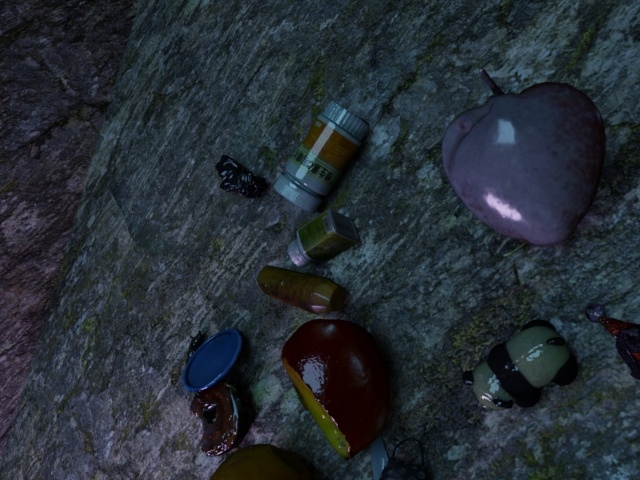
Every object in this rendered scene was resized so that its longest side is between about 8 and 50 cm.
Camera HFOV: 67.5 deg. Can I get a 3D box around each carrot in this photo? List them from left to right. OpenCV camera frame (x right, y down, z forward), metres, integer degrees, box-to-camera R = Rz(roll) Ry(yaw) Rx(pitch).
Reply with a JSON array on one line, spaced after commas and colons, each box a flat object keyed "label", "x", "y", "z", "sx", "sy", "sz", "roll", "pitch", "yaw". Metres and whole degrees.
[{"label": "carrot", "x": -0.062, "y": 0.147, "z": 1.426, "sx": 0.301, "sy": 0.114, "sz": 0.114, "roll": 9, "pitch": 83, "yaw": 41}]

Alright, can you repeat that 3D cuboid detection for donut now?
[{"label": "donut", "x": -0.307, "y": 0.546, "z": 1.509, "sx": 0.216, "sy": 0.096, "sz": 0.230, "roll": -51, "pitch": 52, "yaw": 11}]

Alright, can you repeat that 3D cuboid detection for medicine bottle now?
[{"label": "medicine bottle", "x": 0.000, "y": 0.000, "z": 1.407, "sx": 0.188, "sy": 0.132, "sz": 0.088, "roll": -33, "pitch": 60, "yaw": 27}, {"label": "medicine bottle", "x": 0.004, "y": -0.255, "z": 1.460, "sx": 0.158, "sy": 0.158, "sz": 0.318, "roll": 43, "pitch": 103, "yaw": 37}]

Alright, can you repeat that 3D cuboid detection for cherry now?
[{"label": "cherry", "x": 0.425, "y": -0.169, "z": 1.034, "sx": 0.325, "sy": 0.291, "sz": 0.336, "roll": 9, "pitch": 97, "yaw": 21}]

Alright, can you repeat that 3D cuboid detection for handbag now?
[{"label": "handbag", "x": 0.206, "y": 0.543, "z": 1.137, "sx": 0.115, "sy": 0.072, "sz": 0.139, "roll": 11, "pitch": 59, "yaw": 19}]

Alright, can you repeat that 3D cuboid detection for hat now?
[{"label": "hat", "x": 0.608, "y": 0.184, "z": 0.908, "sx": 0.129, "sy": 0.140, "sz": 0.227, "roll": -53, "pitch": 39, "yaw": 0}]

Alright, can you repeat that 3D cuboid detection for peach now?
[{"label": "peach", "x": -0.162, "y": 0.725, "z": 1.218, "sx": 0.371, "sy": 0.290, "sz": 0.374, "roll": -1, "pitch": 82, "yaw": 4}, {"label": "peach", "x": 0.033, "y": 0.371, "z": 1.199, "sx": 0.280, "sy": 0.281, "sz": 0.339, "roll": -10, "pitch": 71, "yaw": 35}]

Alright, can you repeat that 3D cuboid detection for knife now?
[{"label": "knife", "x": 0.166, "y": 0.599, "z": 1.180, "sx": 0.063, "sy": 0.034, "sz": 0.261, "roll": -36, "pitch": 53, "yaw": 24}]

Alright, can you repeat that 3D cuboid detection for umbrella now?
[{"label": "umbrella", "x": -0.303, "y": -0.225, "z": 1.724, "sx": 0.110, "sy": 0.122, "sz": 0.272, "roll": -32, "pitch": 41, "yaw": -27}]

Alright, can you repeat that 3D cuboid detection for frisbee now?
[{"label": "frisbee", "x": -0.345, "y": 0.394, "z": 1.563, "sx": 0.242, "sy": 0.045, "sz": 0.242, "roll": -30, "pitch": 28, "yaw": 18}]

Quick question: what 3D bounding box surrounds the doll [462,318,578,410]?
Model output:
[{"label": "doll", "x": 0.421, "y": 0.268, "z": 1.013, "sx": 0.234, "sy": 0.135, "sz": 0.144, "roll": -44, "pitch": 53, "yaw": 24}]

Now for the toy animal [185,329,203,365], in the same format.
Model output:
[{"label": "toy animal", "x": -0.443, "y": 0.384, "z": 1.690, "sx": 0.065, "sy": 0.047, "sz": 0.136, "roll": 7, "pitch": 87, "yaw": 47}]
